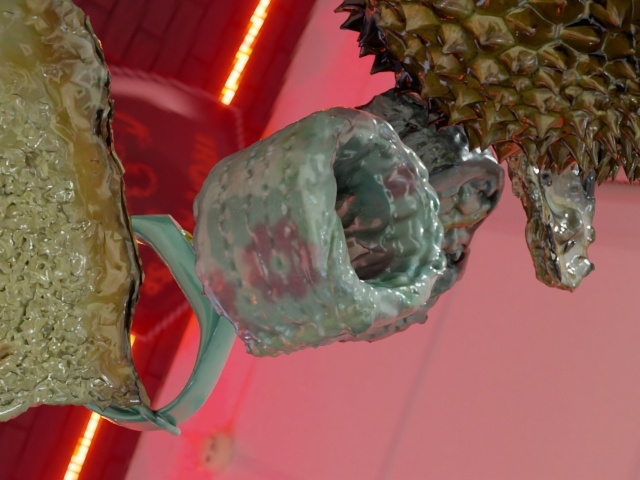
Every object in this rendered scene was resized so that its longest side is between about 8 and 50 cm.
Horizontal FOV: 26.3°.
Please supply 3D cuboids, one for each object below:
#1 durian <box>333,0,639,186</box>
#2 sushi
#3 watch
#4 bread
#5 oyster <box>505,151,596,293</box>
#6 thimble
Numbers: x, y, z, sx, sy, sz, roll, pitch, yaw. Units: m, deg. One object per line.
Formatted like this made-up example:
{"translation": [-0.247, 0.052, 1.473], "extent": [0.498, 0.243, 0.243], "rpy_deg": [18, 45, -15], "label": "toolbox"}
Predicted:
{"translation": [0.173, -0.220, 1.041], "extent": [0.384, 0.347, 0.348], "rpy_deg": [39, -78, 31], "label": "durian"}
{"translation": [0.084, -0.031, 1.674], "extent": [0.171, 0.211, 0.350], "rpy_deg": [61, -34, 35], "label": "sushi"}
{"translation": [-0.185, 0.081, 1.359], "extent": [0.195, 0.068, 0.237], "rpy_deg": [-36, -113, -1], "label": "watch"}
{"translation": [-0.287, -0.021, 1.022], "extent": [0.279, 0.248, 0.315], "rpy_deg": [-6, -88, 60], "label": "bread"}
{"translation": [0.227, -0.116, 1.392], "extent": [0.078, 0.128, 0.345], "rpy_deg": [-5, -86, 44], "label": "oyster"}
{"translation": [0.000, 0.000, 1.148], "extent": [0.149, 0.185, 0.211], "rpy_deg": [-22, -138, 33], "label": "thimble"}
